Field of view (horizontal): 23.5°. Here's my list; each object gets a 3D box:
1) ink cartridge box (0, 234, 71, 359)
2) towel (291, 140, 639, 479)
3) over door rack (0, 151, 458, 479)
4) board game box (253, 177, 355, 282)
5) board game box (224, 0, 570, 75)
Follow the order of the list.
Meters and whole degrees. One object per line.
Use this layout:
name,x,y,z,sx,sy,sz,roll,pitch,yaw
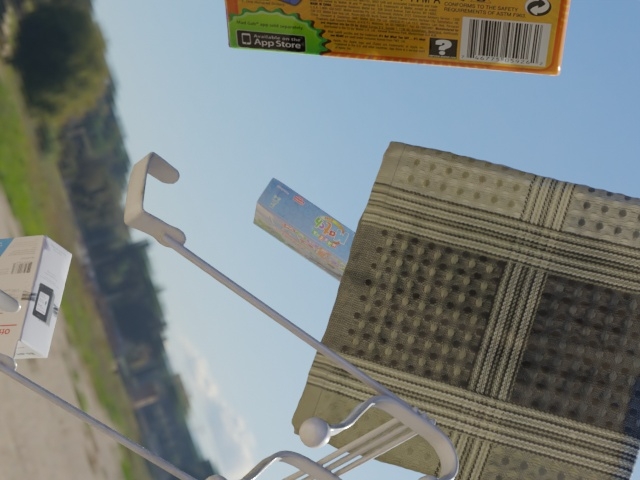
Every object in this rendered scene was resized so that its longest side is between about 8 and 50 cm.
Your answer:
ink cartridge box,-0.385,0.089,1.917,0.060,0.104,0.180,43,50,-51
towel,0.163,0.078,1.431,0.056,0.324,0.312,49,59,-67
over door rack,-0.094,0.125,1.136,0.324,0.239,0.108,44,39,-15
board game box,0.000,0.000,1.728,0.160,0.039,0.211,34,-7,0
board game box,0.095,-0.430,1.582,0.356,0.357,0.356,88,9,-54
